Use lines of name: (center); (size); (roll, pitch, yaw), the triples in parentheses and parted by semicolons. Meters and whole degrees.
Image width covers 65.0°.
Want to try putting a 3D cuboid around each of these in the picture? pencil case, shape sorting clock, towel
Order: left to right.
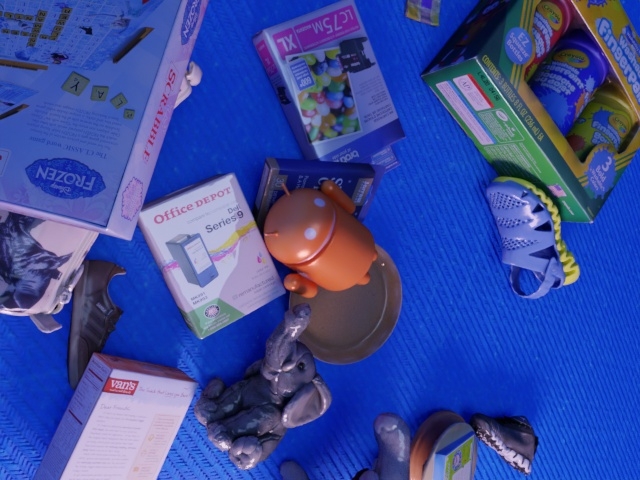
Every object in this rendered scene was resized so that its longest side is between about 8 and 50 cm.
pencil case: (-0.322, -0.096, 0.654); (0.184, 0.160, 0.410); (30, 81, -12)
towel: (0.199, -0.452, 0.971); (0.084, 0.009, 0.060); (7, 90, -27)
shape sorting clock: (0.252, 0.459, 0.987); (0.206, 0.040, 0.206); (-11, 105, -48)

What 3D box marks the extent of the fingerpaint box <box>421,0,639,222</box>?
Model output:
fingerpaint box: (0.484, -0.317, 1.038); (0.445, 0.163, 0.371); (44, 75, -23)

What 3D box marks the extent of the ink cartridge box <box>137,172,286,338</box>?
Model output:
ink cartridge box: (-0.171, 0.019, 0.779); (0.155, 0.093, 0.212); (-27, 104, -22)

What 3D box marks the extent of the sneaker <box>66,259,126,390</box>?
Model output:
sneaker: (-0.323, 0.122, 0.726); (0.071, 0.066, 0.188); (4, 93, -28)

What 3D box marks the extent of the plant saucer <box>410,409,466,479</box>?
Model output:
plant saucer: (0.254, 0.455, 1.038); (0.200, 0.037, 0.199); (-4, 97, -37)

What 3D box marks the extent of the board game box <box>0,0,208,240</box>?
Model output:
board game box: (-0.320, -0.189, 0.556); (0.319, 0.066, 0.317); (14, 79, 5)

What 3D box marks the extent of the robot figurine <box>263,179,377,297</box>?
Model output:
robot figurine: (0.000, 0.002, 0.791); (0.158, 0.128, 0.219); (-43, 132, 13)

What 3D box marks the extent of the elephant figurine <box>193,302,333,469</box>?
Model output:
elephant figurine: (-0.064, 0.234, 0.805); (0.239, 0.186, 0.169); (-43, 89, -8)

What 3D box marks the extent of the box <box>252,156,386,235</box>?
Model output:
box: (0.003, -0.070, 0.852); (0.226, 0.036, 0.136); (-2, 132, -27)

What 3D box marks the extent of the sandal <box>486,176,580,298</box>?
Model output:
sandal: (0.438, 0.006, 1.070); (0.138, 0.126, 0.317); (-41, 109, -14)

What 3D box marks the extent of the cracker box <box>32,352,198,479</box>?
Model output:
cracker box: (-0.297, 0.291, 0.725); (0.156, 0.067, 0.232); (32, 80, -48)

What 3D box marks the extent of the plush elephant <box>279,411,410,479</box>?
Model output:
plush elephant: (0.017, 0.479, 0.846); (0.256, 0.271, 0.329); (2, 56, 8)

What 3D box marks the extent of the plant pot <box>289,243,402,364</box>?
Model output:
plant pot: (0.045, 0.109, 0.928); (0.237, 0.032, 0.236); (-2, 95, -26)

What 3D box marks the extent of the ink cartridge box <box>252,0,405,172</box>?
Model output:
ink cartridge box: (0.032, -0.238, 0.879); (0.186, 0.065, 0.310); (-30, 108, -21)

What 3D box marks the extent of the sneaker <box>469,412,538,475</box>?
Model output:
sneaker: (0.413, 0.424, 1.116); (0.234, 0.078, 0.106); (44, 72, -27)
